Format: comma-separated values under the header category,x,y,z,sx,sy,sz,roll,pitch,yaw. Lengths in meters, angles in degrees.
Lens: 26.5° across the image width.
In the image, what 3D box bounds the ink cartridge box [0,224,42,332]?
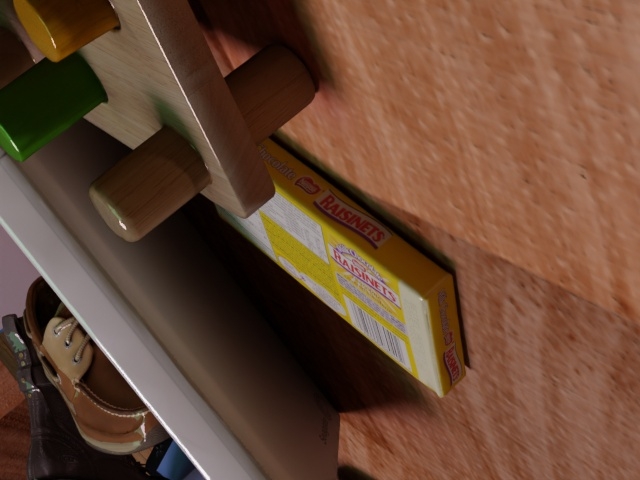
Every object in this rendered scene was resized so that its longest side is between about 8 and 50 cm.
category,x,y,z,sx,sy,sz,roll,pitch,yaw
ink cartridge box,-0.496,0.022,1.807,0.232,0.171,0.168,23,148,54

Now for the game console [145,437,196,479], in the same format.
category,x,y,z,sx,sy,sz,roll,pitch,yaw
game console,-0.175,0.240,1.625,0.085,0.124,0.144,29,179,-38

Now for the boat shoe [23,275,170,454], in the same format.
category,x,y,z,sx,sy,sz,roll,pitch,yaw
boat shoe,-0.219,0.108,1.324,0.324,0.122,0.120,19,141,59

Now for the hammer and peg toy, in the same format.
category,x,y,z,sx,sy,sz,roll,pitch,yaw
hammer and peg toy,-0.177,-0.169,0.704,0.361,0.127,0.266,32,156,44

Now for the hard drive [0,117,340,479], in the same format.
category,x,y,z,sx,sy,sz,roll,pitch,yaw
hard drive,-0.109,0.039,0.947,0.353,0.047,0.233,53,-170,-10

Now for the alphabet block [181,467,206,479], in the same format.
category,x,y,z,sx,sy,sz,roll,pitch,yaw
alphabet block,-0.080,0.376,1.494,0.193,0.192,0.197,30,155,51

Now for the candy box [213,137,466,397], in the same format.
category,x,y,z,sx,sy,sz,roll,pitch,yaw
candy box,0.000,0.000,0.788,0.206,0.027,0.105,39,157,31

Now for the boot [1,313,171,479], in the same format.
category,x,y,z,sx,sy,sz,roll,pitch,yaw
boot,-0.253,0.194,1.540,0.263,0.091,0.229,24,-126,-59
